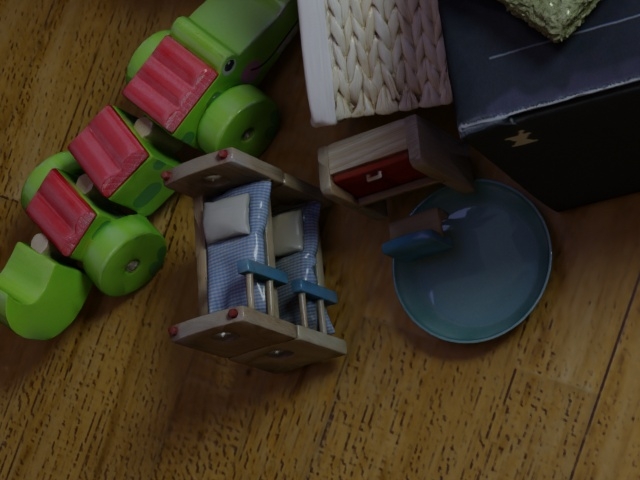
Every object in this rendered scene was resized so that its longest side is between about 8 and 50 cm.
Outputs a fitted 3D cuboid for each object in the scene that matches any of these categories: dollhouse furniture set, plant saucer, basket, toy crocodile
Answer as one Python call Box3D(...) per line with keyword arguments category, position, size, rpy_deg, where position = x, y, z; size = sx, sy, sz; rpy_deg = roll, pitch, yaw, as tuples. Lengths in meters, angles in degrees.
Box3D(category="dollhouse furniture set", position=(0.000, 0.000, 1.093), size=(0.184, 0.129, 0.129), rpy_deg=(-18, 66, 31))
Box3D(category="plant saucer", position=(0.110, 0.016, 1.119), size=(0.119, 0.021, 0.119), rpy_deg=(-6, 74, 24))
Box3D(category="basket", position=(0.041, -0.170, 1.099), size=(0.103, 0.113, 0.167), rpy_deg=(-3, 102, 8))
Box3D(category="toy crocodile", position=(-0.141, -0.068, 1.211), size=(0.340, 0.105, 0.115), rpy_deg=(-49, 63, 7))

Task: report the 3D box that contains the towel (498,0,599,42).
Box3D(category="towel", position=(0.145, -0.196, 0.913), size=(0.110, 0.027, 0.148), rpy_deg=(37, 94, 27))

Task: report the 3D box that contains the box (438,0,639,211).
Box3D(category="box", position=(0.229, -0.256, 1.022), size=(0.294, 0.212, 0.395), rpy_deg=(-14, 71, 22))
